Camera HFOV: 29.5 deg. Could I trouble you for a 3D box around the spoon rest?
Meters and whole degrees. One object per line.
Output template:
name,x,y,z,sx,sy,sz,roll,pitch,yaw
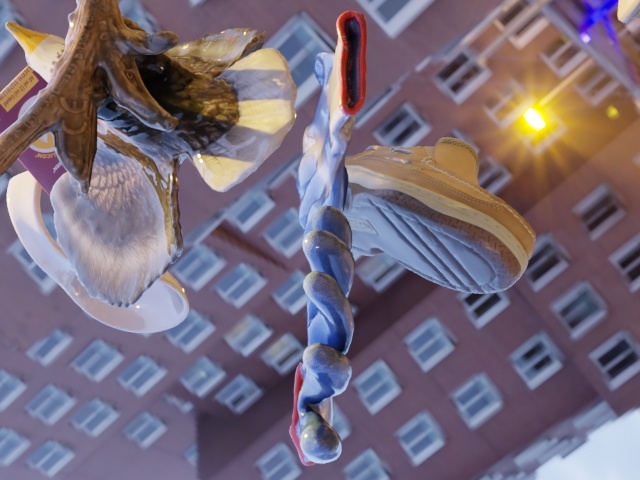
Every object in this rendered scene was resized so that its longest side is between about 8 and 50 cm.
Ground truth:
spoon rest,-0.269,0.032,1.450,0.276,0.137,0.084,47,-143,-35

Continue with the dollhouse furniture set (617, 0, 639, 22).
dollhouse furniture set,0.304,-0.160,0.740,0.286,0.303,0.198,18,-111,-2

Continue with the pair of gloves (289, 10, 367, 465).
pair of gloves,0.000,0.000,0.514,0.159,0.023,0.198,103,170,-68

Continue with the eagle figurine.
eagle figurine,-0.136,-0.091,0.893,0.298,0.226,0.225,71,175,-75

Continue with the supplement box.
supplement box,-0.264,-0.104,1.333,0.188,0.104,0.081,49,-166,4

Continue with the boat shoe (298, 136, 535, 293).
boat shoe,0.057,-0.027,0.642,0.068,0.072,0.190,55,164,-27
